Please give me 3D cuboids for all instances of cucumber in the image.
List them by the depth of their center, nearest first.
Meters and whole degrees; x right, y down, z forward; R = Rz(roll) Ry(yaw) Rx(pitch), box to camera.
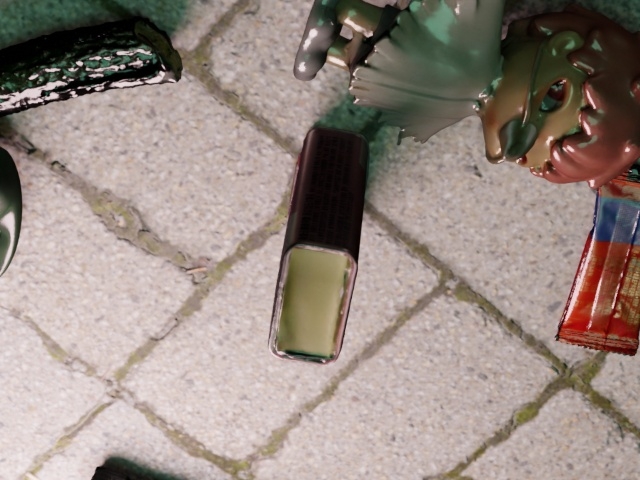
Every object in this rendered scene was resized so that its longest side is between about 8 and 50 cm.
[{"bbox_3d":[-0.247,-0.149,1.251,0.245,0.067,0.067,-11,118,11],"label":"cucumber"}]

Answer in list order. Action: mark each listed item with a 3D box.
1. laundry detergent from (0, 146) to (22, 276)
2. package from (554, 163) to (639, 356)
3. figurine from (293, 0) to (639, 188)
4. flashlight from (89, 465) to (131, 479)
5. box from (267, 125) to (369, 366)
[{"bbox_3d":[-0.355,-0.001,1.323,0.144,0.078,0.222,11,133,-6],"label":"laundry detergent"},{"bbox_3d":[0.283,0.019,1.330,0.083,0.022,0.200,9,118,-2],"label":"package"},{"bbox_3d":[0.172,-0.122,1.180,0.387,0.166,0.207,20,136,-4],"label":"figurine"},{"bbox_3d":[-0.142,0.303,1.490,0.232,0.093,0.093,22,119,-2],"label":"flashlight"},{"bbox_3d":[0.000,0.000,1.225,0.069,0.224,0.120,11,118,-1],"label":"box"}]
